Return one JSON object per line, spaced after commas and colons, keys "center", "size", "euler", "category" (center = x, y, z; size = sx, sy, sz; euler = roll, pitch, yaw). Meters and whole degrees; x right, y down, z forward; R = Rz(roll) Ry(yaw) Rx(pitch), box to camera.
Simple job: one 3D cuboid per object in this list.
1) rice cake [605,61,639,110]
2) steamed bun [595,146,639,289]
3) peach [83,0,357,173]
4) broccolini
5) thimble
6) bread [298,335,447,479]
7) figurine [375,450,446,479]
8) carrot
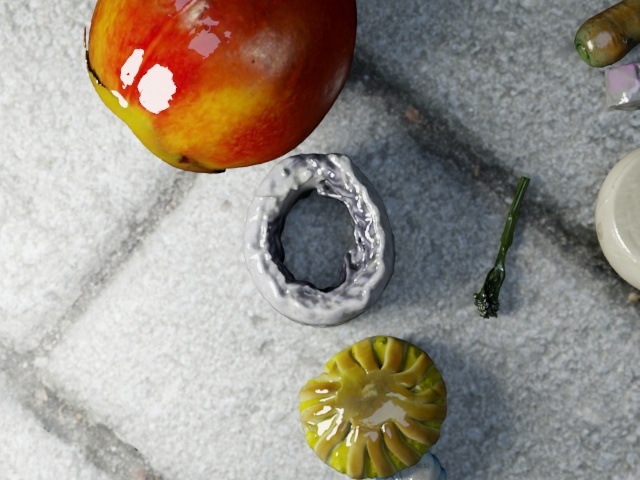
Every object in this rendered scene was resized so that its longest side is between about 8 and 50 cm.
{"center": [0.615, -0.248, 1.851], "size": [0.399, 0.064, 0.070], "euler": [-8, 80, -2], "category": "rice cake"}
{"center": [0.506, -0.025, 1.793], "size": [0.232, 0.145, 0.231], "euler": [-2, 74, 7], "category": "steamed bun"}
{"center": [-0.127, -0.277, 1.704], "size": [0.370, 0.370, 0.370], "euler": [0, 86, -1], "category": "peach"}
{"center": [0.273, 0.011, 1.846], "size": [0.042, 0.044, 0.218], "euler": [19, 80, 16], "category": "broccolini"}
{"center": [0.000, 0.000, 1.777], "size": [0.217, 0.157, 0.245], "euler": [-3, 86, -2], "category": "thimble"}
{"center": [0.075, 0.233, 1.769], "size": [0.213, 0.104, 0.213], "euler": [-1, 67, 3], "category": "bread"}
{"center": [0.134, 0.335, 1.804], "size": [0.114, 0.079, 0.114], "euler": [4, 54, -5], "category": "figurine"}
{"center": [0.501, -0.359, 1.858], "size": [0.298, 0.078, 0.078], "euler": [-38, 87, -7], "category": "carrot"}
